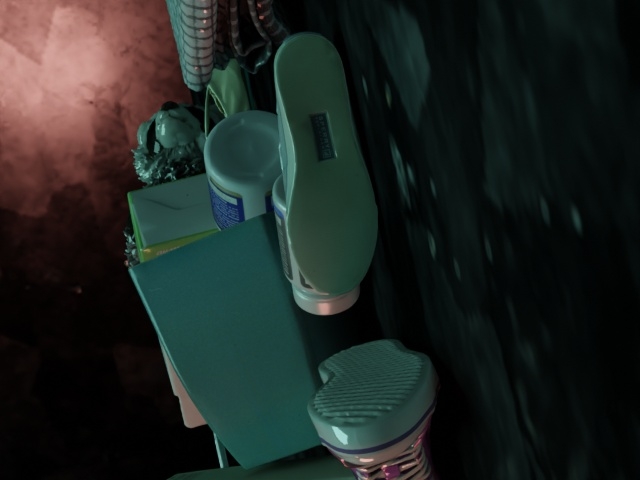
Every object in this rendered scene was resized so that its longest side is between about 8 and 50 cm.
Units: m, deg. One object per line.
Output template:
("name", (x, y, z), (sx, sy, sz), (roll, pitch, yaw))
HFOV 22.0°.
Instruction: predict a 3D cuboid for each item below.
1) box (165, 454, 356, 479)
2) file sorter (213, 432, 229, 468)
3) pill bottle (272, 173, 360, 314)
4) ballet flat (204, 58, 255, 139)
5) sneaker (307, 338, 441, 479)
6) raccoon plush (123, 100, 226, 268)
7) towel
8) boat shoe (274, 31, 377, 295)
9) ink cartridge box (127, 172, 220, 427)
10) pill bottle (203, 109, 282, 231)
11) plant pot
("box", (-0.047, 0.286, 1.664), (0.094, 0.275, 0.113), (-23, -81, -60))
("file sorter", (-0.031, 0.241, 1.898), (0.278, 0.173, 0.193), (94, 162, -71))
("pill bottle", (0.000, 0.000, 1.547), (0.078, 0.078, 0.137), (-110, 10, -47))
("ballet flat", (-0.112, -0.126, 2.257), (0.086, 0.086, 0.248), (107, 149, -77))
("sneaker", (0.062, 0.175, 1.330), (0.282, 0.102, 0.161), (-53, -53, -84))
("raccoon plush", (-0.207, -0.003, 2.588), (0.299, 0.216, 0.446), (-102, 16, -56))
("towel", (-0.104, -0.327, 1.635), (0.235, 0.121, 0.284), (92, 166, -61))
("boat shoe", (0.004, -0.068, 1.432), (0.081, 0.079, 0.228), (-81, -17, -82))
("ink cartridge box", (-0.122, 0.076, 2.180), (0.119, 0.207, 0.353), (-112, 11, -45))
("pill bottle", (-0.074, -0.056, 1.927), (0.187, 0.112, 0.112), (88, 167, -58))
("plant pot", (-0.056, 0.103, 1.693), (0.165, 0.165, 0.234), (-12, -99, -68))
